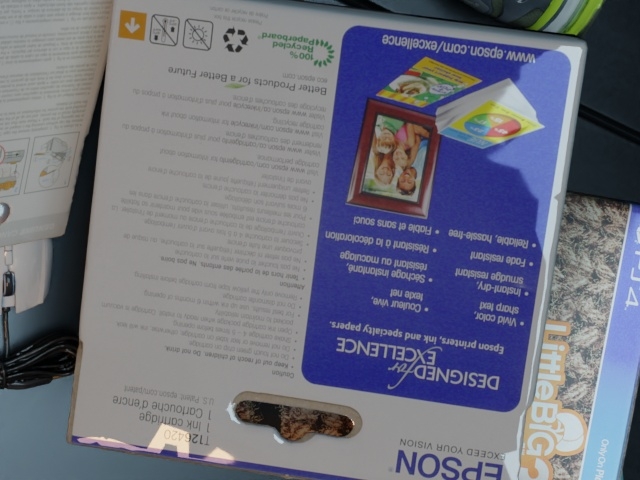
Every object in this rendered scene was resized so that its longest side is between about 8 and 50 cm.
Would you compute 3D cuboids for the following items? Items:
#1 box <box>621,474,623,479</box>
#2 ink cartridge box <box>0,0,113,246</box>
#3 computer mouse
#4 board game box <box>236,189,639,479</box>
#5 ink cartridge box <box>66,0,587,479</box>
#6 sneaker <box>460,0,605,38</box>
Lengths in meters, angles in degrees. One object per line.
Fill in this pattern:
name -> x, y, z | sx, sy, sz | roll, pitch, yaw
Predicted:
box -> 0.197, 0.185, 1.217 | 0.060, 0.100, 0.244 | -10, 100, -18
ink cartridge box -> -0.229, -0.103, 0.968 | 0.189, 0.066, 0.232 | -12, 132, -47
computer mouse -> -0.228, 0.018, 1.069 | 0.106, 0.042, 0.193 | -7, 100, -18
board game box -> 0.080, 0.063, 1.079 | 0.291, 0.141, 0.232 | 10, 94, 5
ink cartridge box -> 0.000, 0.000, 0.976 | 0.303, 0.072, 0.307 | 8, 102, 4
sneaker -> 0.175, -0.304, 1.144 | 0.121, 0.111, 0.300 | 9, 92, -17
